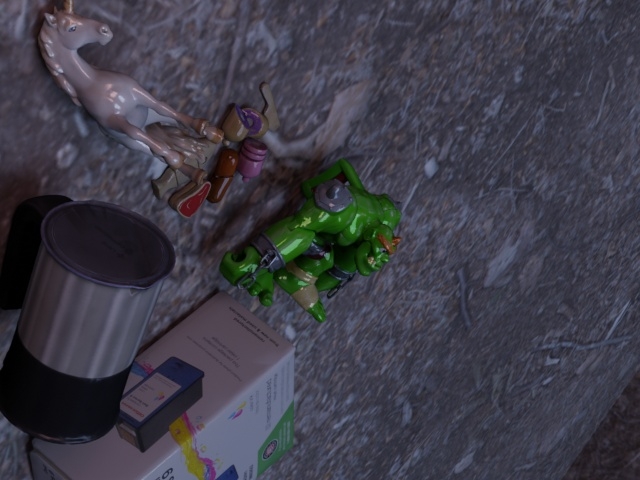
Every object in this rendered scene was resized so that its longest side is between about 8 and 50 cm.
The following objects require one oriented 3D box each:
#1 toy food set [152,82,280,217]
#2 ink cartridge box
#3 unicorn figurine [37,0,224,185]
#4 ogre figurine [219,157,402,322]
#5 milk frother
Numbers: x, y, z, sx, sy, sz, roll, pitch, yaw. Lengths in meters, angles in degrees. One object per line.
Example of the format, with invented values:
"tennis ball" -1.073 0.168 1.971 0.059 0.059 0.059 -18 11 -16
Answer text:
"toy food set" -0.070 -0.058 1.055 0.122 0.019 0.078 -46 153 -18
"ink cartridge box" -0.123 0.167 1.153 0.212 0.093 0.154 -37 150 -30
"unicorn figurine" -0.118 -0.085 0.868 0.060 0.111 0.162 -56 171 -21
"ogre figurine" 0.000 0.000 1.171 0.118 0.097 0.197 -43 142 15
"milk frother" -0.182 0.050 0.868 0.143 0.129 0.135 -30 149 -52
